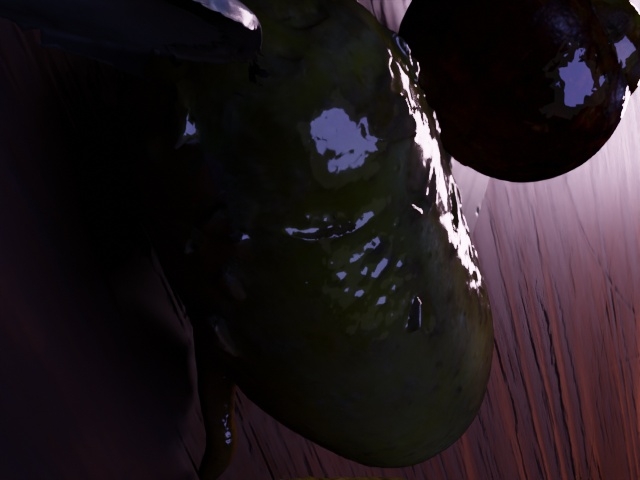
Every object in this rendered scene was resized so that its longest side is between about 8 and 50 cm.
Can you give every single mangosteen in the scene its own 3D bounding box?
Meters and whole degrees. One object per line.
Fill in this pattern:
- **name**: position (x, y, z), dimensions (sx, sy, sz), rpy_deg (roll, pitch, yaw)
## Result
- **mangosteen**: position (0.130, -0.127, 0.833), dimensions (0.181, 0.156, 0.146), rpy_deg (-51, 161, 9)

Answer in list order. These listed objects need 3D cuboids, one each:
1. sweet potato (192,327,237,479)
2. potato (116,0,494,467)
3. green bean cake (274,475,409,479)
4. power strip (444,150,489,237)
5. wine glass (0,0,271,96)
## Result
- **sweet potato**: position (-0.053, 0.077, 0.713), dimensions (0.026, 0.026, 0.115), rpy_deg (-27, 120, -55)
- **potato**: position (0.000, 0.000, 0.660), dimensions (0.176, 0.141, 0.298), rpy_deg (-73, 152, -41)
- **green bean cake**: position (-0.006, 0.259, 0.711), dimensions (0.233, 0.124, 0.236), rpy_deg (-55, 148, -76)
- **power strip**: position (0.080, -0.022, 0.916), dimensions (0.076, 0.028, 0.169), rpy_deg (54, 50, -51)
- **wine glass**: position (-0.065, -0.240, 0.461), dimensions (0.190, 0.190, 0.357), rpy_deg (19, 85, -60)
